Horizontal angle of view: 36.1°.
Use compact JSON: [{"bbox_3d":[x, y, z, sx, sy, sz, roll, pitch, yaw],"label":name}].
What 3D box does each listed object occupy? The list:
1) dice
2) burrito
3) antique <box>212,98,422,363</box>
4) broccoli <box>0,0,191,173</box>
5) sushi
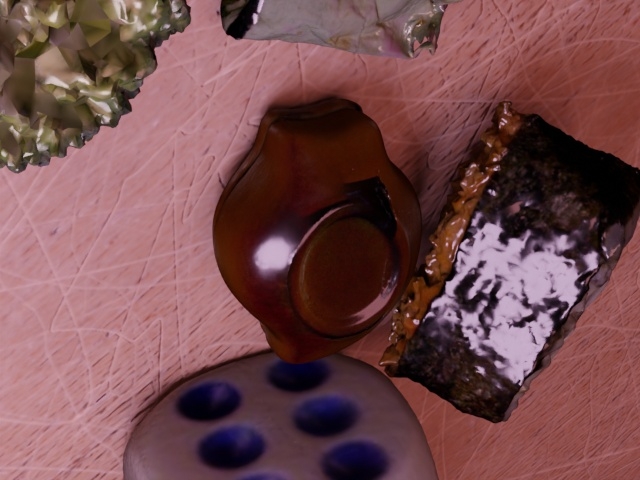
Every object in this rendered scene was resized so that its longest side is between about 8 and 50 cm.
[{"bbox_3d":[-0.046,0.322,1.108,0.304,0.277,0.304,-13,125,-20],"label":"dice"},{"bbox_3d":[0.033,-0.235,0.889,0.229,0.089,0.144,2,134,-32],"label":"burrito"},{"bbox_3d":[0.000,0.000,1.003,0.224,0.129,0.278,-8,123,-27],"label":"antique"},{"bbox_3d":[-0.196,-0.224,0.611,0.318,0.277,0.338,-29,139,-26],"label":"broccoli"},{"bbox_3d":[0.212,0.030,1.104,0.348,0.208,0.234,-64,169,21],"label":"sushi"}]
